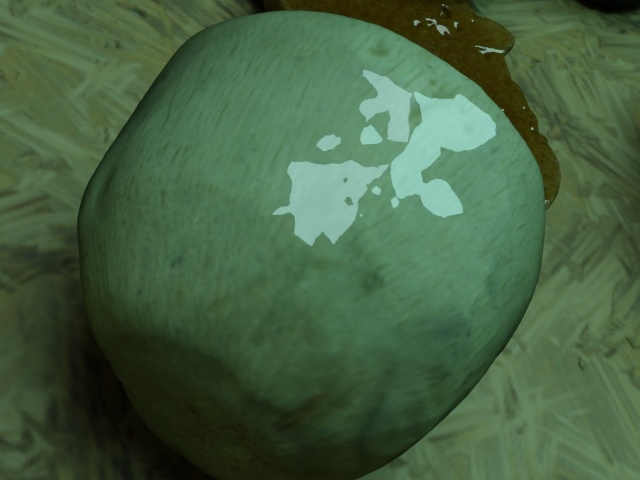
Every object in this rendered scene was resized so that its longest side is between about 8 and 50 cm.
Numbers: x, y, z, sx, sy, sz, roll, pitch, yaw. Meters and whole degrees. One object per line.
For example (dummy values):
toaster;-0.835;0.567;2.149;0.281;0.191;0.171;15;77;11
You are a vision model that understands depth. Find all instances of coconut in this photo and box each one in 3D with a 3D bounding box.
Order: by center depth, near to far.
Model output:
coconut;0.000;0.000;0.581;0.224;0.224;0.224;13;52;-17

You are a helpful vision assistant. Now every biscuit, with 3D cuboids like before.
biscuit;0.042;-0.115;0.786;0.280;0.043;0.183;46;46;17

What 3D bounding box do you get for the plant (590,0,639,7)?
plant;0.247;-0.262;0.890;0.132;0.194;0.129;-8;65;-29
